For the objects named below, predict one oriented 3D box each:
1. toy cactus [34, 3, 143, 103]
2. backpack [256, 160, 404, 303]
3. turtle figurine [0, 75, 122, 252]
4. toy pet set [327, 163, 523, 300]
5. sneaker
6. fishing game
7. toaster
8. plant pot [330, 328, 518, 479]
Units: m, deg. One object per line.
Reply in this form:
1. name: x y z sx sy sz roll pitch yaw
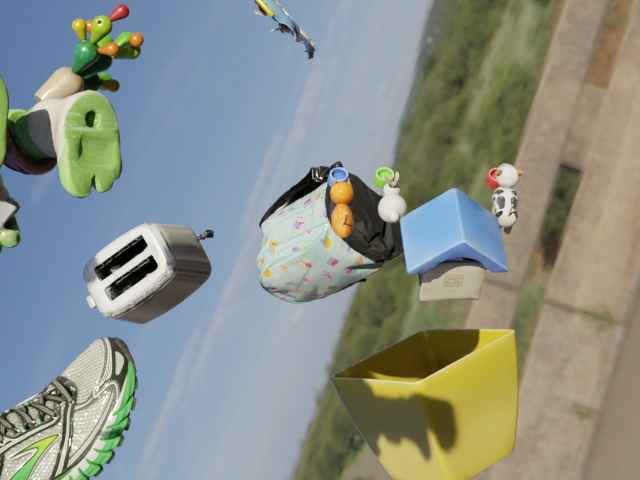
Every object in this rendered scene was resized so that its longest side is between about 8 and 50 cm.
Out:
1. toy cactus: -0.354 -0.267 1.799 0.180 0.112 0.219 -43 4 -20
2. backpack: 0.000 0.000 1.488 0.182 0.152 0.115 -25 41 35
3. turtle figurine: -0.281 -0.031 0.847 0.198 0.266 0.274 51 -126 -32
4. toy pet set: 0.069 -0.023 0.752 0.065 0.122 0.114 92 175 -51
5. sneaker: -0.354 0.248 1.440 0.343 0.146 0.134 -48 30 -3
6. fishing game: -0.078 -0.321 1.652 0.041 0.189 0.264 -42 -4 9
7. toaster: -0.293 0.051 2.053 0.227 0.129 0.146 -33 -15 17
8. plant pot: 0.179 0.258 1.829 0.212 0.187 0.212 -23 10 -35
